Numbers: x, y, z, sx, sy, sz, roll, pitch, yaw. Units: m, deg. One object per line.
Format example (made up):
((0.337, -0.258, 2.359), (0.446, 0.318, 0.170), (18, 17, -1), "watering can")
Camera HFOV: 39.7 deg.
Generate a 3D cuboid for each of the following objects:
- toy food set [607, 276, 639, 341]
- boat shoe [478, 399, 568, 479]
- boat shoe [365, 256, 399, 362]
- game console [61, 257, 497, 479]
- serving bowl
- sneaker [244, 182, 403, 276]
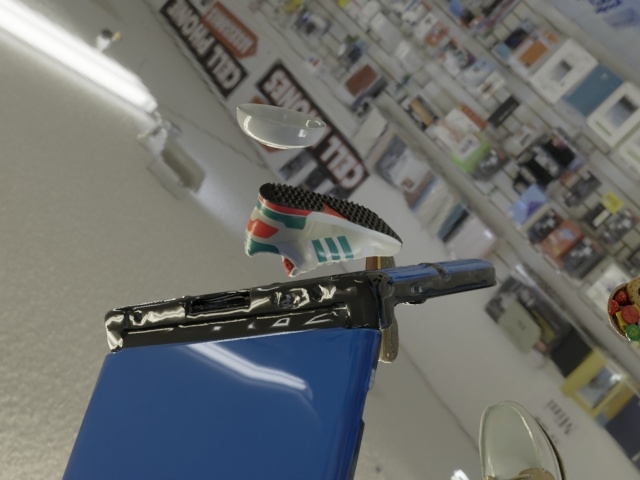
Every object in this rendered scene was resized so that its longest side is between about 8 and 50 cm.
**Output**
((0.421, 0.095, 1.181), (0.083, 0.083, 0.020), (64, 160, 9), "toy food set")
((0.270, 0.349, 1.178), (0.103, 0.113, 0.302), (35, -144, -51), "boat shoe")
((0.070, 0.077, 1.204), (0.064, 0.060, 0.178), (31, -124, -63), "boat shoe")
((-0.035, 0.119, 0.680), (0.250, 0.293, 0.174), (-4, -94, -49), "game console")
((-0.038, -0.102, 0.813), (0.083, 0.027, 0.083), (12, -162, -4), "serving bowl")
((0.000, 0.000, 0.843), (0.161, 0.075, 0.057), (14, -157, -32), "sneaker")
